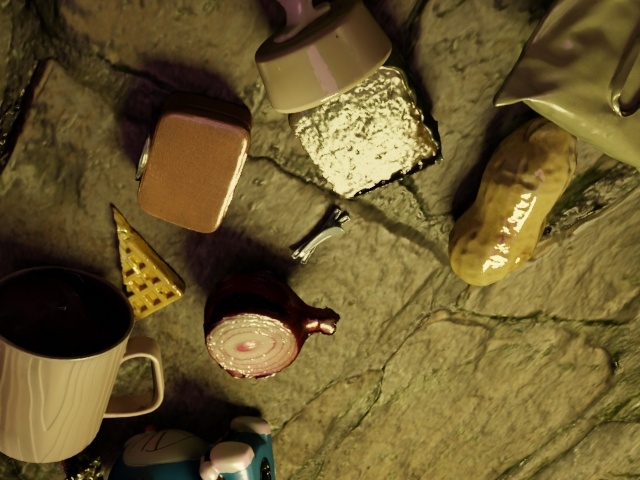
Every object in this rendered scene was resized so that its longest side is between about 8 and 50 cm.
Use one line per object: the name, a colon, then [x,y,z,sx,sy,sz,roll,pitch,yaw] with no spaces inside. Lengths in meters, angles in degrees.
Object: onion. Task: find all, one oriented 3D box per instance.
onion: [-0.077,0.124,1.381,0.218,0.140,0.195,-11,129,7]

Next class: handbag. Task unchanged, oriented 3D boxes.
handbag: [-0.187,-0.116,1.248,0.151,0.072,0.193,19,125,-13]
handbag: [0.412,-0.226,1.125,0.315,0.109,0.253,23,105,-20]

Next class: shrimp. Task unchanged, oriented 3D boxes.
shrimp: [-0.448,0.387,1.553,0.075,0.178,0.289,-33,169,-19]

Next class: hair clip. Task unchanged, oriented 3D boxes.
hair clip: [-0.001,-0.001,1.354,0.030,0.039,0.115,37,120,-18]

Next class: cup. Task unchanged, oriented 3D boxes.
cup: [-0.412,0.196,1.412,0.288,0.208,0.273,-10,136,-38]

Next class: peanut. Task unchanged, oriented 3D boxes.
peanut: [0.284,-0.054,1.263,0.130,0.130,0.290,14,125,-11]

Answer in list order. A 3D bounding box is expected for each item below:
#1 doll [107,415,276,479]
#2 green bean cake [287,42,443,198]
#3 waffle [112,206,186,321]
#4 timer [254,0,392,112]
doll: [-0.244,0.449,1.556,0.309,0.284,0.240,-9,83,11]
green bean cake: [0.064,-0.167,1.196,0.173,0.094,0.181,-24,126,18]
waffle: [-0.318,0.043,1.391,0.125,0.032,0.191,-27,119,22]
timer: [-0.044,-0.314,1.061,0.175,0.175,0.266,-23,115,16]
